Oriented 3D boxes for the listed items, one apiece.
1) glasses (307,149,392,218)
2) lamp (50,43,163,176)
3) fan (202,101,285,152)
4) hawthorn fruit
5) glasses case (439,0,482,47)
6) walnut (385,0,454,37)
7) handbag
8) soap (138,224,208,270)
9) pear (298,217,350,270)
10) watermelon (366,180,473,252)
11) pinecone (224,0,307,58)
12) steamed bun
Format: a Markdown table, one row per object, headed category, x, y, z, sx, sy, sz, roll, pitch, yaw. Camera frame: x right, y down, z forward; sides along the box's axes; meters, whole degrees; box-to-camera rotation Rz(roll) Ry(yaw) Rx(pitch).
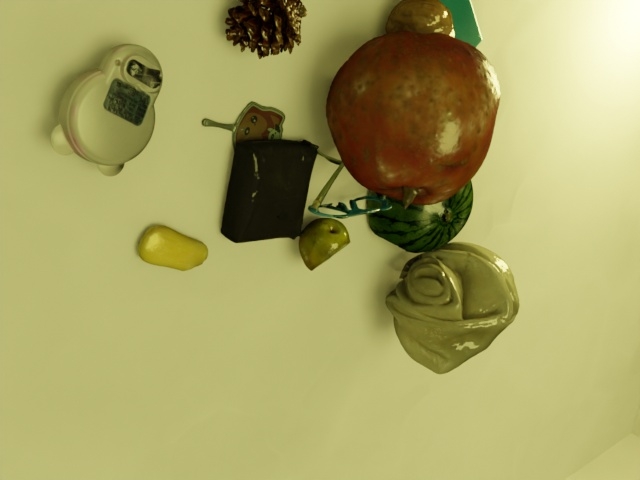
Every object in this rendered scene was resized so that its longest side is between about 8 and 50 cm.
| category | x | y | z | sx | sy | sz | roll | pitch | yaw |
| --- | --- | --- | --- | --- | --- | --- | --- | --- | --- |
| glasses | 0.060 | -0.146 | 1.952 | 0.239 | 0.102 | 0.207 | -9 | 80 | -39 |
| lamp | -0.390 | -0.252 | 1.476 | 0.179 | 0.108 | 0.246 | 28 | 90 | -50 |
| fan | -0.168 | -0.243 | 1.746 | 0.220 | 0.009 | 0.132 | 6 | 106 | -43 |
| hawthorn fruit | 0.205 | -0.255 | 1.784 | 0.403 | 0.403 | 0.403 | -20 | 123 | -33 |
| glasses case | 0.310 | -0.585 | 1.955 | 0.117 | 0.070 | 0.301 | -48 | 133 | -20 |
| walnut | 0.236 | -0.502 | 1.864 | 0.166 | 0.166 | 0.149 | 53 | 54 | -43 |
| handbag | -0.107 | -0.109 | 1.814 | 0.223 | 0.080 | 0.247 | -6 | 117 | -41 |
| soap | -0.323 | 0.022 | 1.729 | 0.168 | 0.033 | 0.089 | 27 | 94 | -46 |
| pear | 0.000 | 0.000 | 1.942 | 0.141 | 0.104 | 0.141 | -39 | 174 | -5 |
| watermelon | 0.301 | -0.108 | 2.114 | 0.330 | 0.189 | 0.331 | -26 | 132 | -32 |
| pinecone | -0.112 | -0.443 | 1.600 | 0.173 | 0.173 | 0.174 | -20 | 123 | -33 |
| steamed bun | 0.341 | 0.157 | 2.186 | 0.367 | 0.342 | 0.255 | -44 | 122 | 2 |
